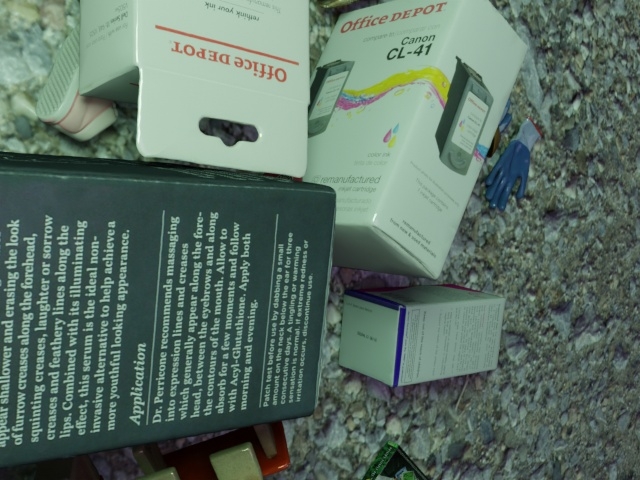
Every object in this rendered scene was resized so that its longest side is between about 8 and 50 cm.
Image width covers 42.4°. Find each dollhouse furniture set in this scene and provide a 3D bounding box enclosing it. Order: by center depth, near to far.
[{"bbox_3d":[-0.158,0.247,0.855,0.259,0.262,0.135,-18,116,0],"label":"dollhouse furniture set"}]

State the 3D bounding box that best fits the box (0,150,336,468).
[{"bbox_3d":[-0.232,0.034,0.703,0.395,0.293,0.212,1,98,-40],"label":"box"}]

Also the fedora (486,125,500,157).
[{"bbox_3d":[0.179,-0.196,1.119,0.079,0.194,0.194,-19,115,3],"label":"fedora"}]

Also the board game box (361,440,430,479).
[{"bbox_3d":[0.135,0.430,1.263,0.136,0.030,0.260,-53,127,-22],"label":"board game box"}]

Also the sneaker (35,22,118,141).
[{"bbox_3d":[-0.229,-0.161,0.831,0.070,0.051,0.134,44,62,-52],"label":"sneaker"}]

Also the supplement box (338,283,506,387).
[{"bbox_3d":[0.145,0.126,1.156,0.220,0.111,0.114,-2,100,-39],"label":"supplement box"}]

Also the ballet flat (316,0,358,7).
[{"bbox_3d":[0.070,-0.351,1.032,0.206,0.073,0.067,-54,141,-14],"label":"ballet flat"}]

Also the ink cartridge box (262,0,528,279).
[{"bbox_3d":[0.074,-0.124,0.960,0.131,0.226,0.306,34,70,-37],"label":"ink cartridge box"}]

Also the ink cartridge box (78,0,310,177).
[{"bbox_3d":[-0.121,-0.237,0.809,0.207,0.119,0.354,5,82,-42],"label":"ink cartridge box"}]

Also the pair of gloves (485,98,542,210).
[{"bbox_3d":[0.272,-0.145,1.269,0.198,0.023,0.159,41,74,-36],"label":"pair of gloves"}]
